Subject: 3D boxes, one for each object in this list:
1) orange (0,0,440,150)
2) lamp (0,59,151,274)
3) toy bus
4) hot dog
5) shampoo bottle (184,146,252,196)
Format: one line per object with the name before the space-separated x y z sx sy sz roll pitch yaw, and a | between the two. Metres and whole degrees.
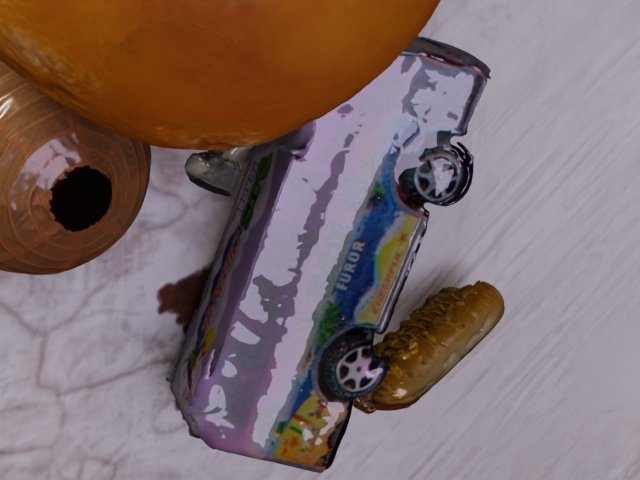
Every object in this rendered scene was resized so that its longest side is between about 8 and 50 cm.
orange | -0.059 -0.173 0.553 0.261 0.261 0.261 -15 120 -28
lamp | -0.163 -0.047 0.658 0.136 0.136 0.136 -15 120 -28
toy bus | 0.000 0.000 0.812 0.138 0.112 0.317 13 104 -27
hot dog | 0.081 0.084 0.906 0.165 0.071 0.045 -35 107 -39
shampoo bottle | -0.032 -0.127 0.715 0.063 0.057 0.208 33 74 -53
